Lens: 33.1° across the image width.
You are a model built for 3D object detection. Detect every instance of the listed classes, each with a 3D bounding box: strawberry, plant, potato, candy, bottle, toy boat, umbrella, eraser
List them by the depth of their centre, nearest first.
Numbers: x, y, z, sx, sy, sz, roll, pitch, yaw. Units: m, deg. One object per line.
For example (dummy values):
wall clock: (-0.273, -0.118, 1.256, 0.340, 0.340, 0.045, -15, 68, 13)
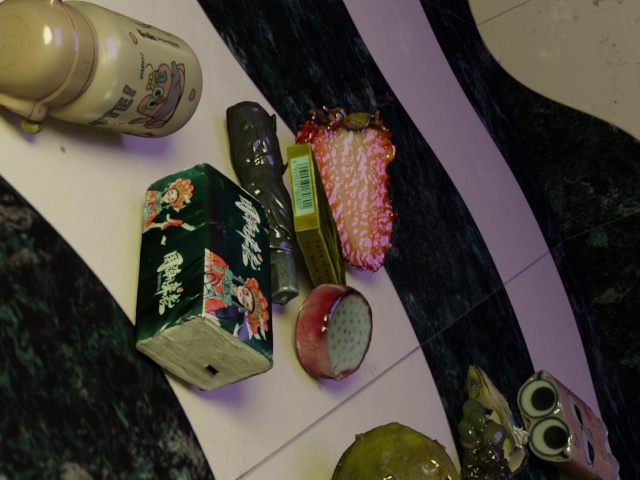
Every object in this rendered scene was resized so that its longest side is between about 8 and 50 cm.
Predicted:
bottle: (-0.188, -0.134, 0.870, 0.209, 0.097, 0.110, 2, 110, -67)
potato: (0.086, 0.314, 1.001, 0.176, 0.141, 0.298, 26, 44, -48)
umbrella: (-0.060, -0.040, 1.139, 0.066, 0.059, 0.235, 16, 53, -39)
candy: (0.015, 0.096, 1.142, 0.103, 0.043, 0.103, -6, 98, -54)
strawberry: (0.017, -0.066, 1.349, 0.167, 0.087, 0.208, 2, 92, -47)
plant: (0.222, 0.291, 1.464, 0.174, 0.087, 0.085, -92, -173, -51)
toy boat: (0.251, 0.259, 1.585, 0.066, 0.084, 0.210, 11, 35, -22)
eraser: (0.451, 0.352, 1.952, 0.290, 0.087, 0.171, 37, 37, -52)

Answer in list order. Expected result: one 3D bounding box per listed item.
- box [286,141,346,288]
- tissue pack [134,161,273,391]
box: (0.000, 0.000, 1.198, 0.193, 0.030, 0.121, 71, 11, -51)
tissue pack: (-0.097, 0.029, 0.917, 0.103, 0.091, 0.170, 43, 30, -43)
